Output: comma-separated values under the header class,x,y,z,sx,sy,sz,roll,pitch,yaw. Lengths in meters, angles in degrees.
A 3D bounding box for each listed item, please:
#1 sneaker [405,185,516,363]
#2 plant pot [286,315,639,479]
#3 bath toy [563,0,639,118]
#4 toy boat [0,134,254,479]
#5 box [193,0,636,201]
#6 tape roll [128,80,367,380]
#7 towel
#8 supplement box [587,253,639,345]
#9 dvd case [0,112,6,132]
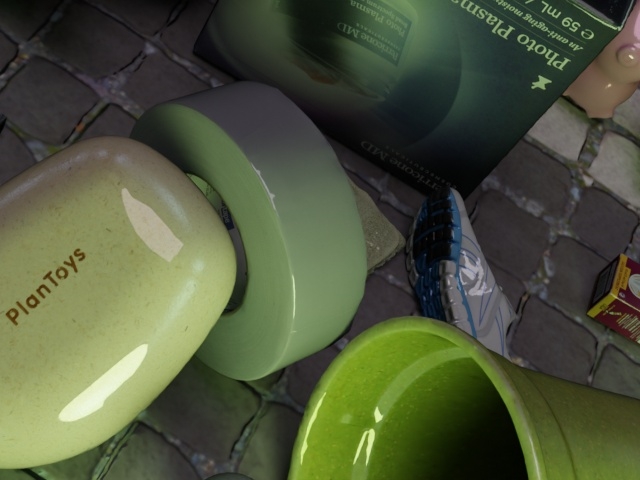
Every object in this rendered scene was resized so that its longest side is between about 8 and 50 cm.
class,x,y,z,sx,sy,sz,roll,pitch,yaw
sneaker,0.130,0.044,1.207,0.082,0.071,0.191,7,66,-29
plant pot,0.154,0.203,1.012,0.253,0.276,0.276,7,57,-36
bath toy,0.280,-0.190,1.387,0.348,0.151,0.129,41,90,0
toy boat,-0.148,0.101,0.978,0.267,0.148,0.318,-38,83,-4
box,0.088,-0.225,1.204,0.296,0.294,0.183,31,54,-5
tape roll,-0.062,-0.008,1.042,0.072,0.219,0.219,-22,72,-35
towel,0.000,0.000,1.190,0.110,0.027,0.148,45,52,7
supplement box,0.300,0.061,1.287,0.083,0.043,0.055,30,50,-7
dvd case,-0.391,-0.096,1.060,0.238,0.029,0.179,31,52,-5
